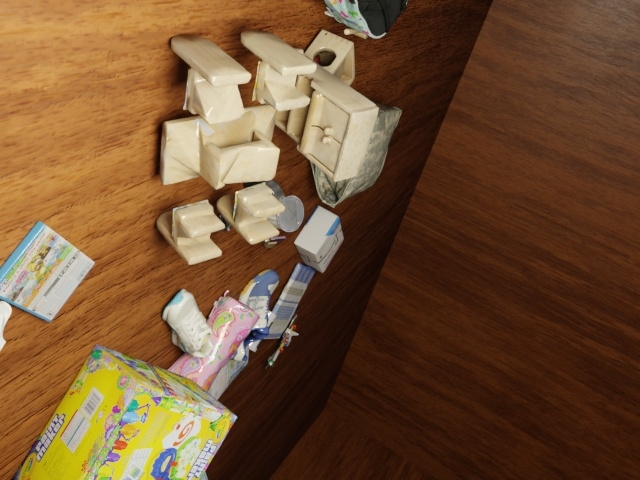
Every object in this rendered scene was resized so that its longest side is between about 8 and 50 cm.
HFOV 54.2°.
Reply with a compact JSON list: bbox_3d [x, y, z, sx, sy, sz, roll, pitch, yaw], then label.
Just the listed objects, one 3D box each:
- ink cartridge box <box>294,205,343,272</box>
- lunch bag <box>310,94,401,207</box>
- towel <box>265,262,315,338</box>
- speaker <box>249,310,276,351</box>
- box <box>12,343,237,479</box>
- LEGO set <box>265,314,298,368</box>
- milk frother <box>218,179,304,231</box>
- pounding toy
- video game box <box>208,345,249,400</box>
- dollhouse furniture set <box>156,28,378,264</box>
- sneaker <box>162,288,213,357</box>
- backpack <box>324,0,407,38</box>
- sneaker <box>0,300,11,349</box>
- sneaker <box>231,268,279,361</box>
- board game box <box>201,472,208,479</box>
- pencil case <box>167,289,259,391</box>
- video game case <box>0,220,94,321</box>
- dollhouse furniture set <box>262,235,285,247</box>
[{"bbox_3d":[0.000,0.000,2.039,0.148,0.086,0.203,-58,163,-13],"label":"ink cartridge box"},{"bbox_3d":[0.087,-0.247,1.749,0.235,0.169,0.286,-32,142,-61],"label":"lunch bag"},{"bbox_3d":[-0.115,0.209,2.130,0.284,0.034,0.209,-62,165,1],"label":"towel"},{"bbox_3d":[-0.193,0.279,1.965,0.136,0.055,0.055,-59,164,-12],"label":"speaker"},{"bbox_3d":[-0.370,0.402,1.220,0.279,0.177,0.289,39,79,-48],"label":"box"},{"bbox_3d":[-0.129,0.382,2.270,0.182,0.060,0.244,-64,175,10],"label":"LEGO set"},{"bbox_3d":[-0.139,-0.058,1.415,0.129,0.135,0.143,51,61,-40],"label":"milk frother"},{"bbox_3d":[0.024,-0.418,1.394,0.206,0.094,0.181,-57,164,-17],"label":"pounding toy"},{"bbox_3d":[-0.280,0.365,1.852,0.187,0.048,0.205,-46,158,-38],"label":"video game box"},{"bbox_3d":[-0.131,-0.214,1.164,0.394,0.256,0.362,-19,139,-37],"label":"dollhouse furniture set"},{"bbox_3d":[-0.295,0.191,1.431,0.087,0.092,0.228,-51,160,-28],"label":"sneaker"},{"bbox_3d":[0.092,-0.533,1.233,0.225,0.191,0.253,-61,157,4],"label":"backpack"},{"bbox_3d":[-0.479,0.167,0.864,0.190,0.071,0.083,-63,170,4],"label":"sneaker"},{"bbox_3d":[-0.183,0.215,1.752,0.296,0.131,0.111,-54,161,-29],"label":"sneaker"},{"bbox_3d":[-0.399,0.624,1.700,0.194,0.060,0.194,-46,122,-37],"label":"board game box"},{"bbox_3d":[-0.276,0.271,1.586,0.284,0.124,0.124,-56,163,-18],"label":"pencil case"},{"bbox_3d":[-0.419,0.052,0.950,0.119,0.015,0.166,-57,164,-15],"label":"video game case"},{"bbox_3d":[-0.153,-0.028,1.660,0.114,0.091,0.081,138,-56,-70],"label":"dollhouse furniture set"}]
